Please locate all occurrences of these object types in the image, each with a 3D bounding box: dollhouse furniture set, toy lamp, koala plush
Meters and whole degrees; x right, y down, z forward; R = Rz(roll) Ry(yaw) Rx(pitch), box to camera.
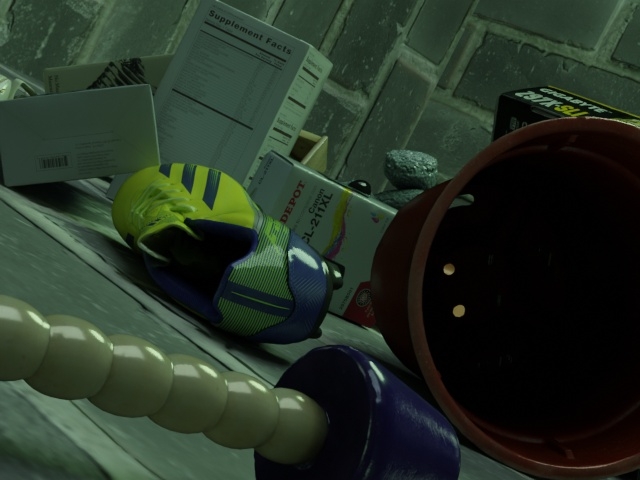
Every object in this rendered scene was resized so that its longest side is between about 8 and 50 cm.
[{"bbox_3d":[-0.088,-0.067,1.641,0.151,0.123,0.144,21,-43,18],"label":"dollhouse furniture set"},{"bbox_3d":[-0.057,0.053,0.475,0.274,0.080,0.080,26,3,-35],"label":"toy lamp"},{"bbox_3d":[0.054,-0.019,1.854,0.221,0.203,0.196,10,39,-28],"label":"koala plush"}]

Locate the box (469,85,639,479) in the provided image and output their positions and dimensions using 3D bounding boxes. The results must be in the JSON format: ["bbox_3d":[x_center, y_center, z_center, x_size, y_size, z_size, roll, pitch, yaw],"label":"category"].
[{"bbox_3d":[0.264,0.036,1.260,0.079,0.322,0.257,-11,26,-36],"label":"box"}]

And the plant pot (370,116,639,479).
[{"bbox_3d":[0.168,0.043,1.082,0.272,0.272,0.265,26,-5,-11],"label":"plant pot"}]

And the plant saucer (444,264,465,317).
[{"bbox_3d":[0.138,0.063,1.484,0.200,0.037,0.200,10,27,-5],"label":"plant saucer"}]

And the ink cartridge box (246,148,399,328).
[{"bbox_3d":[0.000,0.000,1.358,0.175,0.127,0.072,24,7,-28],"label":"ink cartridge box"}]

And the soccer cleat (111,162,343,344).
[{"bbox_3d":[-0.099,-0.005,0.974,0.121,0.093,0.289,16,9,-38],"label":"soccer cleat"}]

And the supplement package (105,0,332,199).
[{"bbox_3d":[-0.107,-0.124,1.420,0.139,0.244,0.134,28,3,11],"label":"supplement package"}]

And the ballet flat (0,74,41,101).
[{"bbox_3d":[-0.378,-0.166,1.516,0.070,0.070,0.188,28,3,15],"label":"ballet flat"}]

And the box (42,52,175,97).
[{"bbox_3d":[-0.192,-0.172,1.581,0.275,0.113,0.094,-8,3,4],"label":"box"}]

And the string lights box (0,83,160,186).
[{"bbox_3d":[-0.220,-0.103,1.202,0.133,0.077,0.259,-7,8,-7],"label":"string lights box"}]
